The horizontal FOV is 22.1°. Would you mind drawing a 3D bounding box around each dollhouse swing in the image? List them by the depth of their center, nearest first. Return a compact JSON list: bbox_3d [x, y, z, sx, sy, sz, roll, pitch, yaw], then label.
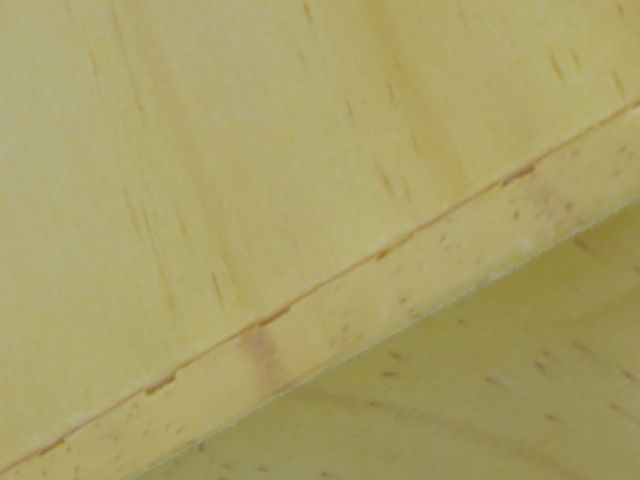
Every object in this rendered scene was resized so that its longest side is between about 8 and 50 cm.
[{"bbox_3d":[-0.005,-0.040,0.565,0.315,0.347,0.305,41,23,-50],"label":"dollhouse swing"}]
